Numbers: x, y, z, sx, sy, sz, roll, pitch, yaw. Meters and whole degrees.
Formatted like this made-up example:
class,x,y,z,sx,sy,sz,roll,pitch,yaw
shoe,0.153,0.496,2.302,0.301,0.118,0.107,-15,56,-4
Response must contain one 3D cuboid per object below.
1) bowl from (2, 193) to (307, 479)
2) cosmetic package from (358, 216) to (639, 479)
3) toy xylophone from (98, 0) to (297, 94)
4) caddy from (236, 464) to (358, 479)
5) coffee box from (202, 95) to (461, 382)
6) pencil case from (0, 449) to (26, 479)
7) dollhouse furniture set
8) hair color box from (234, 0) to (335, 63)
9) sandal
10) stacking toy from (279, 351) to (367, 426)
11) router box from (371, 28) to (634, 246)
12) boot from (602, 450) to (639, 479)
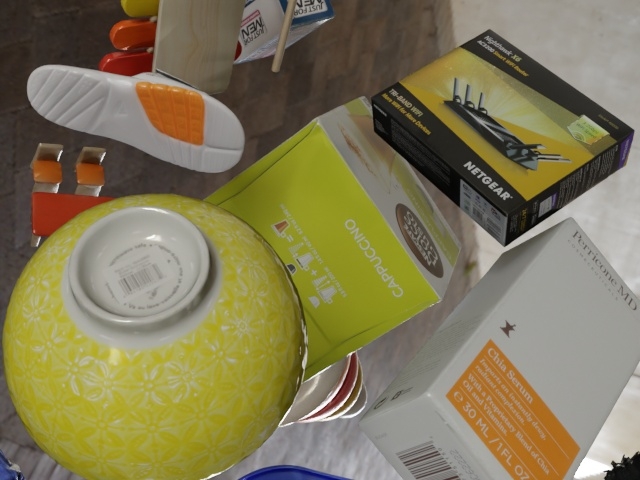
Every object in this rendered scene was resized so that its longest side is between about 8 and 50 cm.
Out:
class,x,y,z,sx,sy,sz,roll,pitch,yaw
bowl,-0.153,0.058,0.769,0.156,0.290,0.289,94,22,-58
cosmetic package,0.285,0.187,1.228,0.453,0.230,0.161,-42,-177,-41
toy xylophone,-0.144,-0.296,1.107,0.236,0.081,0.322,-10,145,-35
caddy,-0.011,0.474,1.287,0.179,0.341,0.241,-136,-114,-71
coffee box,0.000,0.000,1.470,0.338,0.337,0.334,-33,-176,20
pencil case,-0.572,0.323,1.334,0.133,0.306,0.119,-45,154,-8
dollhouse furniture set,-0.465,-0.043,1.452,0.135,0.259,0.262,-42,-128,53
hair color box,-0.122,-0.479,1.373,0.105,0.174,0.347,-23,95,-36
sandal,-0.216,-0.167,1.049,0.076,0.265,0.102,-84,-167,-58
stacking toy,-0.006,0.314,2.034,0.480,0.351,0.350,41,68,-52
router box,0.263,-0.164,1.288,0.243,0.309,0.081,-32,145,-17
boot,0.401,0.305,1.031,0.045,0.121,0.099,-12,148,-36
